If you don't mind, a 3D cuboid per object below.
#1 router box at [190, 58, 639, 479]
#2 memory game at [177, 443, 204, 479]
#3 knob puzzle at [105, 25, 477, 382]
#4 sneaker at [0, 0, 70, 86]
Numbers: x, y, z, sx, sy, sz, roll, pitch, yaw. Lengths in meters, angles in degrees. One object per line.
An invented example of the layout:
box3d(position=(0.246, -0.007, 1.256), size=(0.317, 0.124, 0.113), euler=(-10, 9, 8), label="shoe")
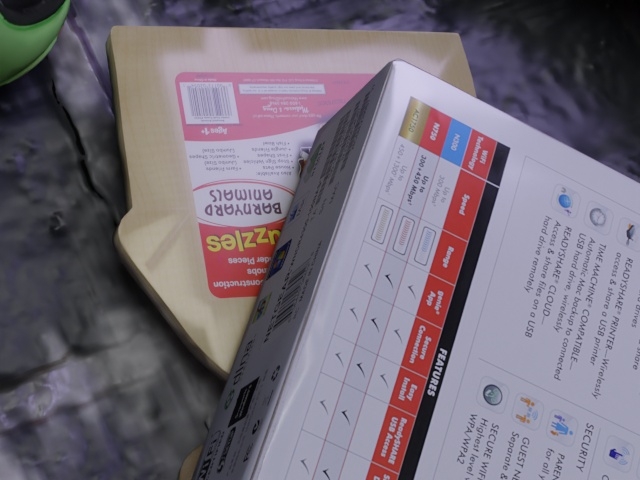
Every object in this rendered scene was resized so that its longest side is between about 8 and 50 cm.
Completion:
box3d(position=(0.095, 0.141, 0.741), size=(0.301, 0.082, 0.335), euler=(27, 61, -13), label="router box")
box3d(position=(0.016, 0.148, 0.775), size=(0.186, 0.012, 0.186), euler=(7, 65, -15), label="memory game")
box3d(position=(0.000, 0.000, 0.823), size=(0.213, 0.030, 0.213), euler=(9, 65, -20), label="knob puzzle")
box3d(position=(-0.195, -0.300, 0.801), size=(0.185, 0.202, 0.482), euler=(-15, 72, -23), label="sneaker")
